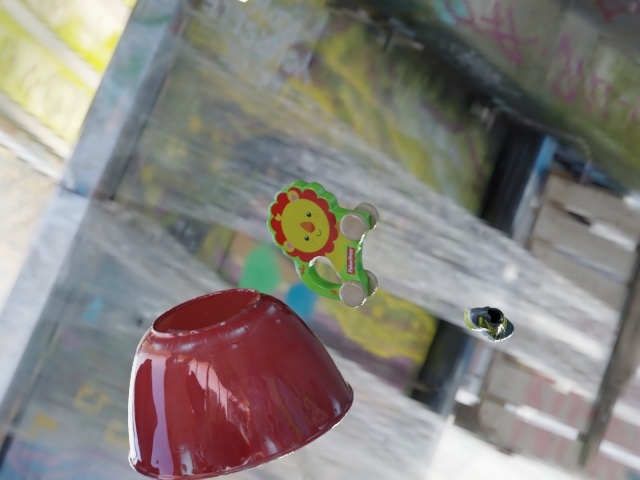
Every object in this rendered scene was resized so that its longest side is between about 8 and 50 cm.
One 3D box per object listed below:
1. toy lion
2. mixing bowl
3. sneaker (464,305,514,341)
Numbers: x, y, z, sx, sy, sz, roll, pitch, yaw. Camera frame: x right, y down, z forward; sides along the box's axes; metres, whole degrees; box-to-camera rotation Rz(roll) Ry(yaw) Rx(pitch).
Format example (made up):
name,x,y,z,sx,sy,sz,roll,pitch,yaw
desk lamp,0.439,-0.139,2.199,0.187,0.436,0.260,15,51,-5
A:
name,x,y,z,sx,sy,sz,roll,pitch,yaw
toy lion,0.000,0.000,1.203,0.096,0.100,0.034,11,-154,24
mixing bowl,-0.074,0.098,1.085,0.181,0.181,0.098,6,117,56
sneaker,0.201,0.096,1.639,0.035,0.031,0.083,-17,156,40
